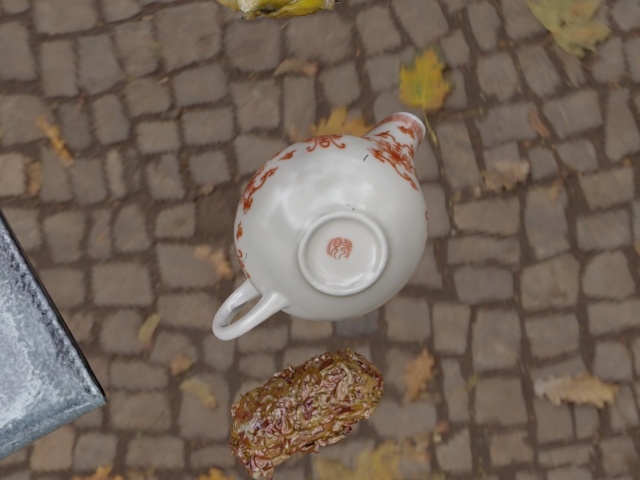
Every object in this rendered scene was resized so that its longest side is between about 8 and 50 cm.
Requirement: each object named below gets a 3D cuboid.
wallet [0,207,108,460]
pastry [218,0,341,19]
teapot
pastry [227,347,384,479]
[{"bbox_3d":[-0.262,0.050,1.018,0.167,0.036,0.222,-30,95,-5],"label":"wallet"},{"bbox_3d":[0.013,-0.212,0.830,0.250,0.102,0.154,-46,72,21],"label":"pastry"},{"bbox_3d":[0.000,0.000,1.278,0.245,0.116,0.159,-36,125,10],"label":"teapot"},{"bbox_3d":[-0.024,0.157,1.460,0.169,0.087,0.063,-31,137,12],"label":"pastry"}]
